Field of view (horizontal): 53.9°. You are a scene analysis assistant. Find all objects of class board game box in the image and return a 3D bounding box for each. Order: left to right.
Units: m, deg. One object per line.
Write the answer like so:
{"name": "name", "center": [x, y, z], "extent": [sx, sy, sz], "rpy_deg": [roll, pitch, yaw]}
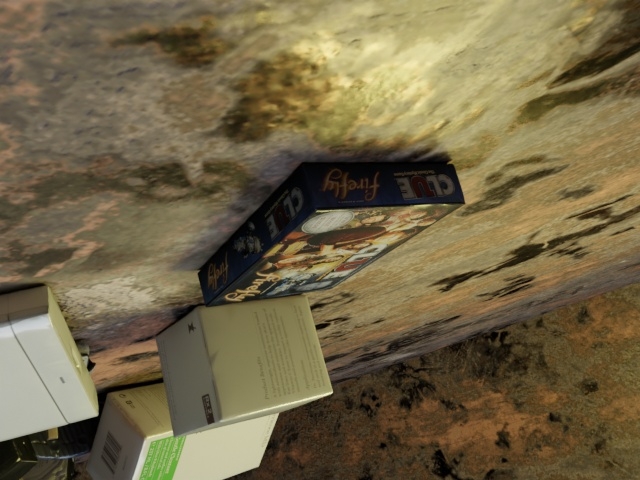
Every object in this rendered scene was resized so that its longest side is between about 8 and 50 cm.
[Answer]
{"name": "board game box", "center": [0.000, 0.000, 0.616], "extent": [0.165, 0.042, 0.243], "rpy_deg": [-5, 160, -33]}

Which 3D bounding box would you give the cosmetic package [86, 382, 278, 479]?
{"name": "cosmetic package", "center": [-0.277, 0.407, 1.333], "extent": [0.365, 0.155, 0.197], "rpy_deg": [0, 115, -48]}

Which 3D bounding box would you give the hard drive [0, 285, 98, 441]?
{"name": "hard drive", "center": [-0.423, 0.158, 0.616], "extent": [0.353, 0.047, 0.233], "rpy_deg": [-11, 144, -14]}

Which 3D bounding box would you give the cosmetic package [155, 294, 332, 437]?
{"name": "cosmetic package", "center": [-0.112, 0.177, 0.895], "extent": [0.183, 0.151, 0.151], "rpy_deg": [-2, 159, -38]}

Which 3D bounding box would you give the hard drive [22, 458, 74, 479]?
{"name": "hard drive", "center": [-0.786, 0.588, 1.541], "extent": [0.339, 0.064, 0.237], "rpy_deg": [-12, -160, -14]}

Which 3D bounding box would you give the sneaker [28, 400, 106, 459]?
{"name": "sneaker", "center": [-0.501, 0.401, 1.324], "extent": [0.131, 0.112, 0.319], "rpy_deg": [-32, 156, 35]}

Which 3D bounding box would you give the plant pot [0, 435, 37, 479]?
{"name": "plant pot", "center": [-0.491, 0.276, 0.836], "extent": [0.167, 0.187, 0.188], "rpy_deg": [-25, 167, -20]}

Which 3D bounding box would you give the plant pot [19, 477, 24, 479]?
{"name": "plant pot", "center": [-0.791, 0.549, 1.333], "extent": [0.284, 0.284, 0.191], "rpy_deg": [-12, 132, -16]}

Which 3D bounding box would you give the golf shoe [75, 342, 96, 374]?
{"name": "golf shoe", "center": [-0.336, 0.150, 0.790], "extent": [0.086, 0.069, 0.176], "rpy_deg": [-45, 165, -23]}

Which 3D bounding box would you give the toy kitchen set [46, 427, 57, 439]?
{"name": "toy kitchen set", "center": [-0.470, 0.328, 1.177], "extent": [0.083, 0.075, 0.068], "rpy_deg": [-2, 160, -29]}
